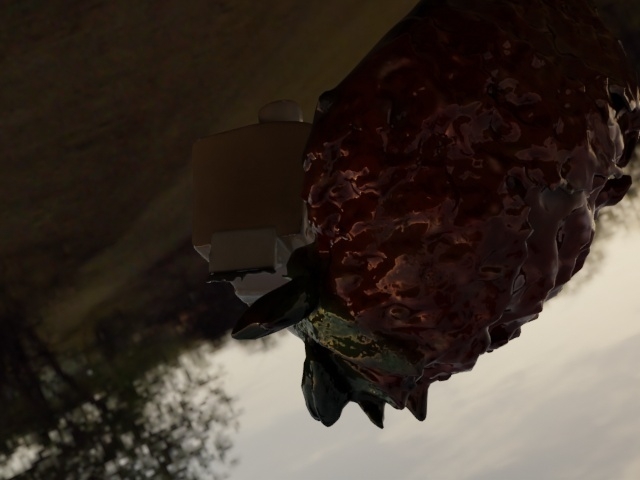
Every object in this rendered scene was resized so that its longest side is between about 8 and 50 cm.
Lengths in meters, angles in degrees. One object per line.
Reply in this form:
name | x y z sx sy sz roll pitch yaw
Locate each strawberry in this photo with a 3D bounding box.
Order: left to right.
strawberry | 0.055 -0.016 0.394 0.085 0.140 0.192 26 -152 24

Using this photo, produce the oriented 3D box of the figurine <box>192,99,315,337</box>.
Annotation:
figurine | 0.000 0.004 0.890 0.163 0.141 0.237 -10 151 30
